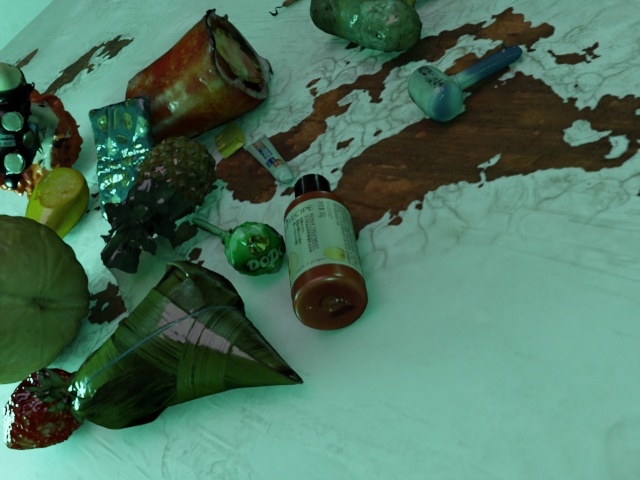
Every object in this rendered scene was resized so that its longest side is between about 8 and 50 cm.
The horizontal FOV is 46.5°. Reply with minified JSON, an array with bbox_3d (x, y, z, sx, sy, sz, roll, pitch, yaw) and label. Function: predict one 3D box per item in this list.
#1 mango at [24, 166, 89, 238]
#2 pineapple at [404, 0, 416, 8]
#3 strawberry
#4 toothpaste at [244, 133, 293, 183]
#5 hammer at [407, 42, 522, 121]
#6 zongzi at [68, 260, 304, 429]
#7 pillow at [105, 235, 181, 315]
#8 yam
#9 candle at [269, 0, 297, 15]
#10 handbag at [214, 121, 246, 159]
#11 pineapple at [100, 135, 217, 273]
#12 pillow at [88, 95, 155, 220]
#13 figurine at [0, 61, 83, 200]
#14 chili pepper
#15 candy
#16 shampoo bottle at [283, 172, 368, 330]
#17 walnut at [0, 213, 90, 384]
[{"bbox_3d":[-0.598,-0.065,1.687,0.141,0.102,0.217,-1,49,9],"label":"mango"},{"bbox_3d":[0.223,-0.562,1.533,0.250,0.164,0.140,-4,9,32],"label":"pineapple"},{"bbox_3d":[-0.439,0.278,1.179,0.148,0.131,0.131,-63,32,17],"label":"strawberry"},{"bbox_3d":[-0.096,-0.155,1.413,0.052,0.033,0.218,-35,32,-2],"label":"toothpaste"},{"bbox_3d":[0.244,-0.272,1.228,0.194,0.069,0.116,-29,36,0],"label":"hammer"},{"bbox_3d":[-0.190,0.199,1.048,0.286,0.138,0.300,-49,51,-5],"label":"zongzi"},{"bbox_3d":[-0.306,0.065,1.336,0.128,0.050,0.229,-31,37,-10],"label":"pillow"},{"bbox_3d":[0.090,-0.446,1.483,0.133,0.133,0.330,-41,38,-3],"label":"yam"},{"bbox_3d":[-0.055,-0.611,1.867,0.167,0.021,0.026,-26,59,16],"label":"candle"},{"bbox_3d":[-0.190,-0.210,1.552,0.061,0.027,0.083,-38,31,7],"label":"handbag"},{"bbox_3d":[-0.307,-0.065,1.372,0.170,0.141,0.310,1,39,18],"label":"pineapple"},{"bbox_3d":[-0.411,-0.165,1.565,0.189,0.034,0.255,-4,91,36],"label":"pillow"},{"bbox_3d":[-0.720,-0.257,1.793,0.241,0.412,0.306,-19,79,-5],"label":"figurine"},{"bbox_3d":[-0.286,-0.343,1.613,0.306,0.229,0.251,-20,54,22],"label":"chili pepper"},{"bbox_3d":[-0.161,-0.006,1.285,0.097,0.097,0.323,-48,29,-13],"label":"candy"},{"bbox_3d":[0.000,0.000,1.102,0.104,0.104,0.278,-27,37,15],"label":"shampoo bottle"},{"bbox_3d":[-0.579,0.106,1.337,0.333,0.333,0.332,-23,39,20],"label":"walnut"}]
